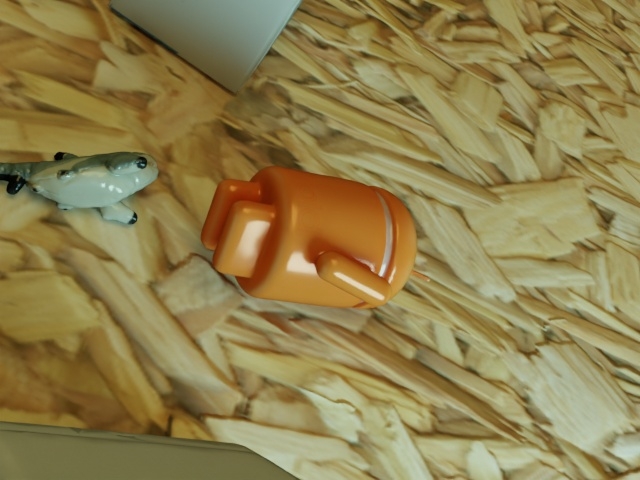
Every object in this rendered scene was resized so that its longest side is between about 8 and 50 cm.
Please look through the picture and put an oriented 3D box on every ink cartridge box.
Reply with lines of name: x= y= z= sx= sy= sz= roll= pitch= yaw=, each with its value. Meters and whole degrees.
ink cartridge box: x=-0.087 y=-0.323 z=0.966 sx=0.171 sy=0.168 sz=0.232 roll=33 pitch=46 yaw=-10

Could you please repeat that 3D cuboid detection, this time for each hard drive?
hard drive: x=-0.080 y=0.175 z=0.519 sx=0.233 sy=0.353 sz=0.047 roll=13 pitch=86 yaw=-27

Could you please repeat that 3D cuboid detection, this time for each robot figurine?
robot figurine: x=0.001 y=0.001 z=0.829 sx=0.219 sy=0.158 sz=0.128 roll=8 pitch=78 yaw=-29

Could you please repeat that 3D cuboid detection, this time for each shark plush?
shark plush: x=-0.228 y=-0.056 z=0.789 sx=0.161 sy=0.073 sz=0.067 roll=-8 pitch=43 yaw=-15
